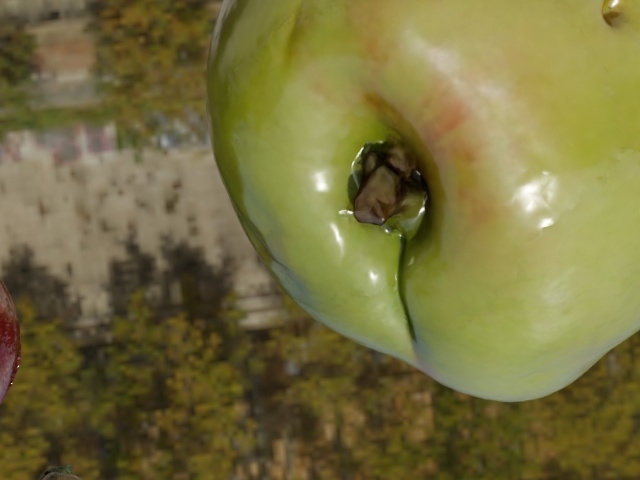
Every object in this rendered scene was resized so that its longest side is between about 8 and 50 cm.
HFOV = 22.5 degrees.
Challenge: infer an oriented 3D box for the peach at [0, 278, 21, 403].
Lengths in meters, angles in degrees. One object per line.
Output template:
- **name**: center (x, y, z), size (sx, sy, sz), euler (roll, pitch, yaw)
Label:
- **peach**: center (-0.441, 0.110, 1.942), size (0.159, 0.267, 0.154), euler (-4, 166, 26)

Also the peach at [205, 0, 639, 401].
- **peach**: center (0.082, -0.079, 0.880), size (0.282, 0.314, 0.315), euler (15, -138, 10)

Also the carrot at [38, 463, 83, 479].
- **carrot**: center (-0.209, 0.302, 1.277), size (0.049, 0.254, 0.049), euler (-2, 155, -1)
